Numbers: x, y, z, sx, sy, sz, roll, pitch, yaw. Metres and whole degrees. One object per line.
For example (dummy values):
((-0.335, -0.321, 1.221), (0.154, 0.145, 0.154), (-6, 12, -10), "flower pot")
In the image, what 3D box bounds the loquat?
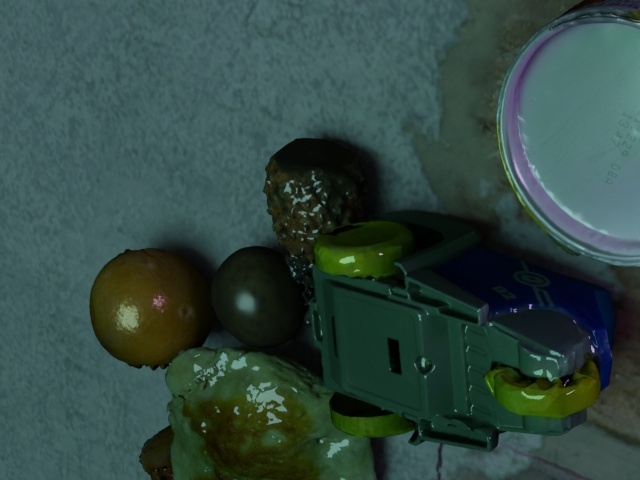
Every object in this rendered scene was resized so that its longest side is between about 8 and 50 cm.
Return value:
((-0.183, 0.073, 1.821), (0.141, 0.141, 0.141), (15, 115, 33), "loquat")

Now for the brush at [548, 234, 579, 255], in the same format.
((0.315, 0.018, 1.476), (0.266, 0.027, 0.062), (22, 120, 30), "brush")

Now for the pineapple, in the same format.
((0.000, 0.000, 1.676), (0.108, 0.108, 0.198), (15, 125, 33), "pineapple")

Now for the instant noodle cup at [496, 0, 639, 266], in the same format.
((0.276, -0.101, 1.349), (0.264, 0.200, 0.264), (15, 117, 32), "instant noodle cup")

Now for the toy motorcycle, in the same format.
((0.150, 0.088, 1.537), (0.326, 0.200, 0.191), (14, 116, 46), "toy motorcycle")

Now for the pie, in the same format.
((-0.059, 0.224, 1.798), (0.257, 0.105, 0.274), (31, 135, 9), "pie")

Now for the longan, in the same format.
((-0.065, 0.062, 1.748), (0.106, 0.106, 0.119), (50, 144, 12), "longan")
